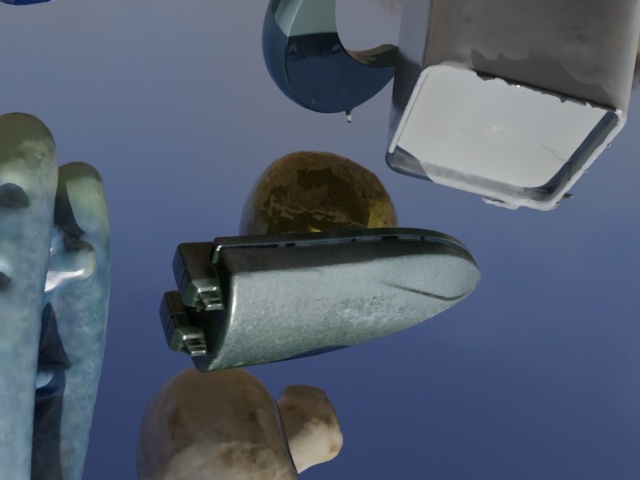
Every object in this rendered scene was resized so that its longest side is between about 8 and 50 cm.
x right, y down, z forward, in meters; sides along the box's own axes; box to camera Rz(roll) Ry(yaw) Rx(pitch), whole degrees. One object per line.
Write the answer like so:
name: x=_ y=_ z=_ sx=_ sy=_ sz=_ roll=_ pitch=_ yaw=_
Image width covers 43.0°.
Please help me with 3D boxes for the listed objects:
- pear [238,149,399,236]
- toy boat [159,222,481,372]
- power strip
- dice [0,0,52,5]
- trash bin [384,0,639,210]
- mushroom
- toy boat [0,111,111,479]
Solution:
pear: x=0.000 y=0.000 z=0.961 sx=0.188 sy=0.228 sz=0.211 roll=-8 pitch=-161 yaw=6
toy boat: x=0.019 y=0.042 z=0.745 sx=0.319 sy=0.141 sz=0.092 roll=-4 pitch=-131 yaw=-28
power strip: x=0.013 y=-0.195 z=0.838 sx=0.044 sy=0.137 sz=0.216 roll=43 pitch=176 yaw=34
dice: x=-0.275 y=-0.314 z=0.767 sx=0.143 sy=0.146 sz=0.146 roll=26 pitch=-127 yaw=37
trash bin: x=0.192 y=-0.247 z=0.771 sx=0.255 sy=0.296 sz=0.368 roll=16 pitch=-117 yaw=-3
mushroom: x=-0.099 y=0.303 z=1.121 sx=0.290 sy=0.297 sz=0.297 roll=-13 pitch=-151 yaw=-30
toy boat: x=-0.195 y=0.090 z=0.555 sx=0.123 sy=0.330 sz=0.215 roll=10 pitch=168 yaw=1
